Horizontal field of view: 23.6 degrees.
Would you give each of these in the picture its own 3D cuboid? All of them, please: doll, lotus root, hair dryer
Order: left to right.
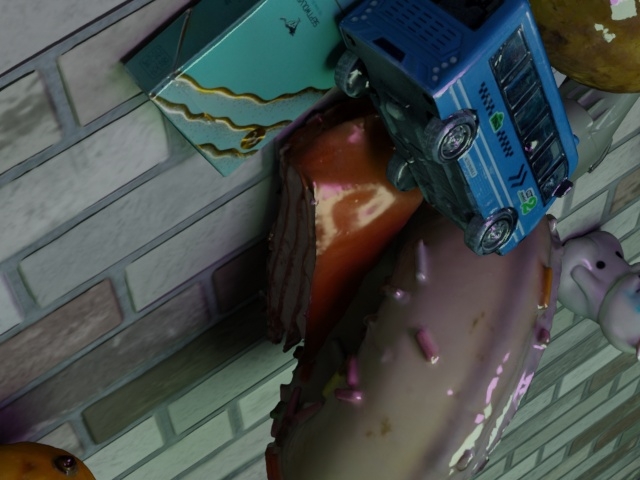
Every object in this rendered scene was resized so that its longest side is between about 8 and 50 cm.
[{"bbox_3d":[0.272,-0.119,1.586,0.229,0.092,0.267,-46,170,1],"label":"hair dryer"},{"bbox_3d":[0.242,-0.212,1.266,0.314,0.141,0.169,13,121,-50],"label":"lotus root"},{"bbox_3d":[0.365,0.065,1.903,0.110,0.180,0.107,-14,133,-43],"label":"doll"}]

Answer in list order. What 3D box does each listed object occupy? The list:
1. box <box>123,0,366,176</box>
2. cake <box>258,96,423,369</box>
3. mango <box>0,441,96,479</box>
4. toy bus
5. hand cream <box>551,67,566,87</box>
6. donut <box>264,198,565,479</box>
[{"bbox_3d":[-0.018,-0.156,1.103,0.229,0.041,0.162,-40,156,1],"label":"box"},{"bbox_3d":[-0.004,-0.004,1.326,0.135,0.098,0.287,-8,136,-40],"label":"cake"},{"bbox_3d":[-0.304,0.295,1.368,0.187,0.144,0.359,-4,145,-35],"label":"mango"},{"bbox_3d":[0.112,-0.099,1.158,0.134,0.113,0.246,-44,146,-7],"label":"toy bus"},{"bbox_3d":[0.165,-0.166,1.345,0.255,0.048,0.079,-3,131,-55],"label":"hand cream"},{"bbox_3d":[0.074,0.104,1.408,0.383,0.142,0.382,-58,-170,16],"label":"donut"}]
